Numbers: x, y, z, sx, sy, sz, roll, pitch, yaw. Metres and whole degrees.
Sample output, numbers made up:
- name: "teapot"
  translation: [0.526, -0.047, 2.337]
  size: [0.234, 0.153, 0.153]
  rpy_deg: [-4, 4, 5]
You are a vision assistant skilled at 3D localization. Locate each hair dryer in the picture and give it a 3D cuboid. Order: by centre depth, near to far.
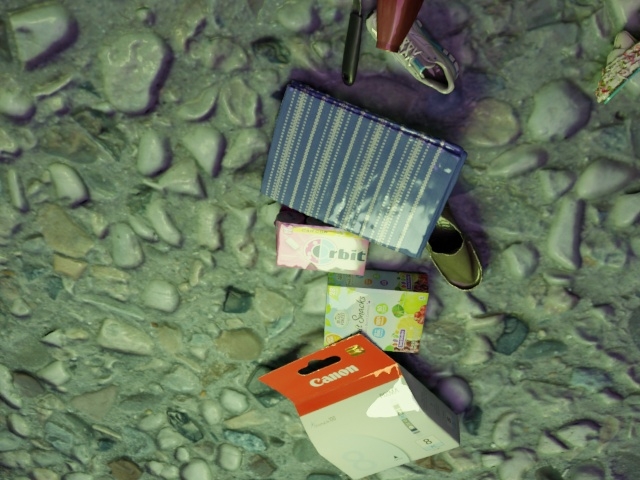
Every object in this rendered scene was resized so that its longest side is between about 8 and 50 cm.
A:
- name: "hair dryer"
  translation: [0.089, -0.404, 1.003]
  size: [0.080, 0.223, 0.293]
  rpy_deg: [30, 153, 34]

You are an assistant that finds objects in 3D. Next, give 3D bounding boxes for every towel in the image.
- name: "towel"
  translation: [0.068, -0.124, 1.249]
  size: [0.336, 0.040, 0.243]
  rpy_deg: [23, 124, 7]

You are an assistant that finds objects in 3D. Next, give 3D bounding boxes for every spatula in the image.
- name: "spatula"
  translation: [0.054, -0.383, 1.108]
  size: [0.030, 0.084, 0.296]
  rpy_deg: [-29, 138, -30]

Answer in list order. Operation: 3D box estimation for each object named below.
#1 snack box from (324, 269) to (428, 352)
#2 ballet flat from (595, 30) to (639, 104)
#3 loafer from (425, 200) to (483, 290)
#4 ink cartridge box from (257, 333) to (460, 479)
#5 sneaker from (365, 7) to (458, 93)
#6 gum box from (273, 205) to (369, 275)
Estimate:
- name: "snack box"
  translation: [0.114, 0.148, 1.459]
  size: [0.207, 0.070, 0.174]
  rpy_deg: [4, 126, 3]
- name: "ballet flat"
  translation: [0.525, -0.326, 1.106]
  size: [0.241, 0.091, 0.077]
  rpy_deg: [-44, 81, 24]
- name: "loafer"
  translation: [0.244, 0.015, 1.345]
  size: [0.094, 0.087, 0.251]
  rpy_deg: [-25, 119, 20]
- name: "ink cartridge box"
  translation: [0.087, 0.392, 1.579]
  size: [0.308, 0.091, 0.385]
  rpy_deg: [-28, 125, 29]
- name: "sneaker"
  translation: [0.155, -0.310, 1.132]
  size: [0.191, 0.083, 0.071]
  rpy_deg: [33, 122, -16]
- name: "gum box"
  translation: [0.000, 0.000, 1.368]
  size: [0.188, 0.062, 0.107]
  rpy_deg: [6, 125, 0]
